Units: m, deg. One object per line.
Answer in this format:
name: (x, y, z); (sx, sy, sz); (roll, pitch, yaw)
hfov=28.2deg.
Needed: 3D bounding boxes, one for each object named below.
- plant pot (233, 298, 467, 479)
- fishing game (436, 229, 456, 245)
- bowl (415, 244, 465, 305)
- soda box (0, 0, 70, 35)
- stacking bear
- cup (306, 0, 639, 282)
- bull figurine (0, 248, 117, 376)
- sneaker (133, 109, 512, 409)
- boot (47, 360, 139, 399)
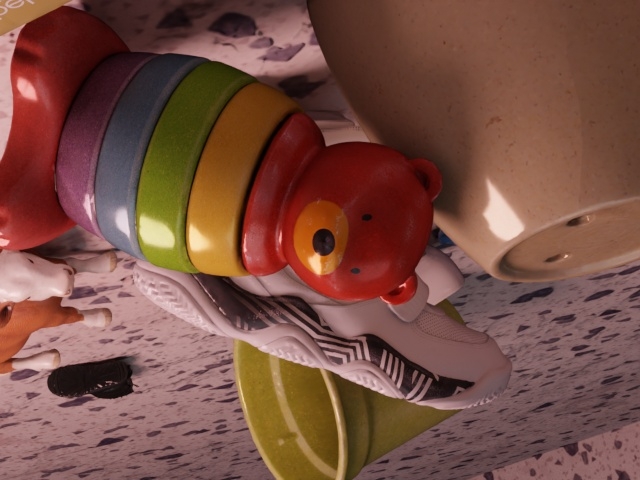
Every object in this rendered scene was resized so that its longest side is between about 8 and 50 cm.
plant pot: (0.059, 0.179, 1.703); (0.254, 0.276, 0.276); (-16, 165, -29)
fishing game: (0.235, -0.015, 1.543); (0.189, 0.041, 0.264); (-25, 158, 39)
bowl: (0.095, 0.052, 1.536); (0.142, 0.053, 0.142); (-31, -169, 0)
soda box: (-0.207, -0.166, 0.787); (0.181, 0.061, 0.058); (-21, 159, 22)
stacking bear: (-0.061, -0.042, 0.894); (0.289, 0.175, 0.164); (19, -166, 15)
cup: (0.175, -0.107, 0.937); (0.331, 0.236, 0.331); (-12, 161, -4)
bull figurine: (-0.325, 0.073, 1.336); (0.310, 0.101, 0.188); (-29, 157, 38)
sneaker: (0.037, 0.010, 1.128); (0.366, 0.210, 0.137); (20, -173, -18)
boot: (-0.320, 0.202, 1.804); (0.121, 0.045, 0.099); (-11, 164, -8)
